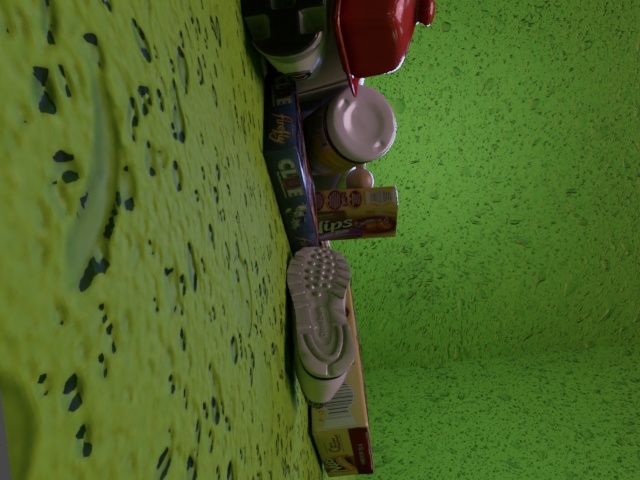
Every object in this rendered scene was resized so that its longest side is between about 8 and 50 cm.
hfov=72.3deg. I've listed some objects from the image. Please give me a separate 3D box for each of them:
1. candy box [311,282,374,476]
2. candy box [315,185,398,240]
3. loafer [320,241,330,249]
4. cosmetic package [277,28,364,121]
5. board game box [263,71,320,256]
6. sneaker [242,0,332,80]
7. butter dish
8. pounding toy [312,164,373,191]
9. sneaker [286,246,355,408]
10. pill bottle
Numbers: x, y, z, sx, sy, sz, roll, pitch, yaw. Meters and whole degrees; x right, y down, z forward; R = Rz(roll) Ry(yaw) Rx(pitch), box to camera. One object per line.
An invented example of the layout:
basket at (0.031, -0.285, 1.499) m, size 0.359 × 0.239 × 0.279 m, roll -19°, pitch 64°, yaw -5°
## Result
candy box at (0.031, 0.222, 0.785) m, size 0.317 × 0.087 × 0.183 m, roll -93°, pitch 175°, yaw -47°
candy box at (0.050, -0.048, 0.833) m, size 0.109 × 0.186 × 0.053 m, roll 79°, pitch 7°, yaw -60°
loafer at (0.000, 0.000, 1.292) m, size 0.045 × 0.039 × 0.125 m, roll 28°, pitch -50°, yaw 52°
cosmetic package at (-0.006, -0.310, 0.783) m, size 0.296 × 0.129 × 0.153 m, roll -65°, pitch 139°, yaw -85°
board game box at (-0.038, -0.098, 0.657) m, size 0.243 × 0.042 × 0.165 m, roll 79°, pitch 5°, yaw -53°
sneaker at (-0.038, -0.366, 0.552) m, size 0.146 × 0.122 × 0.331 m, roll 2°, pitch 90°, yaw -81°
butter dish at (0.083, -0.286, 0.549) m, size 0.160 × 0.118 × 0.160 m, roll 49°, pitch 46°, yaw -71°
pounding toy at (0.059, -0.158, 0.933) m, size 0.236 × 0.110 × 0.183 m, roll -5°, pitch -104°, yaw 60°
sneaker at (-0.006, 0.102, 0.592) m, size 0.235 × 0.090 × 0.095 m, roll -87°, pitch -177°, yaw -50°
pill bottle at (0.026, -0.177, 0.755) m, size 0.208 × 0.119 × 0.119 m, roll 178°, pitch -96°, yaw -66°
